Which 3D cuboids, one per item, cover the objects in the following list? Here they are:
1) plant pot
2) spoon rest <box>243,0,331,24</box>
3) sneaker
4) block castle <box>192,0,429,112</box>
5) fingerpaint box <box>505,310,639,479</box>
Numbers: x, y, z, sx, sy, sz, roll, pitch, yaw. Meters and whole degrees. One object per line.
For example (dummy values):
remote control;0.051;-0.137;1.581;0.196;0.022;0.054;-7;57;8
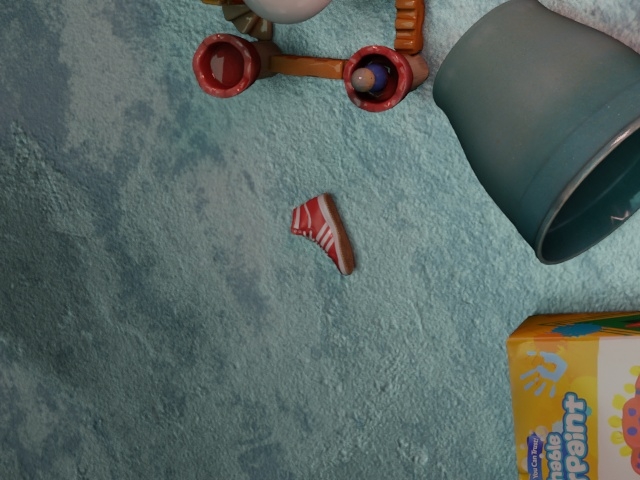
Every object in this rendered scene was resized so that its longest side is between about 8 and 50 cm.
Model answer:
plant pot;0.285;-0.155;1.838;0.255;0.271;0.271;49;113;22
spoon rest;0.014;-0.365;1.787;0.276;0.084;0.137;-32;88;23
sneaker;0.000;0.000;2.079;0.067;0.042;0.118;-21;84;19
block castle;-0.010;-0.403;1.917;0.303;0.213;0.453;7;103;19
fingerpaint box;0.446;0.317;1.905;0.371;0.163;0.445;-4;98;20
